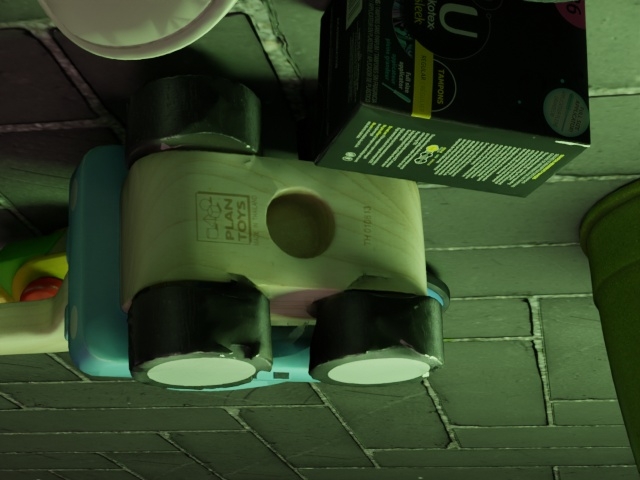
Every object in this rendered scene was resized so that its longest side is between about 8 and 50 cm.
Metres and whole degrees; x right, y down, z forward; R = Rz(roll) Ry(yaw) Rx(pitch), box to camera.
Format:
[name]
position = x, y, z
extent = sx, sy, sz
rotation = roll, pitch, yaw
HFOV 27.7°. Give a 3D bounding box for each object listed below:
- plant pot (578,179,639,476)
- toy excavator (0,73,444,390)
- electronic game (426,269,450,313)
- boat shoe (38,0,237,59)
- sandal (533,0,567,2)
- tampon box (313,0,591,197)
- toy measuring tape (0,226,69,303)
[plant pot]
position = 0.435, 0.149, 1.204
extent = 0.366, 0.353, 0.366
rotation = 1, 159, 0
[toy excavator]
position = -0.159, 0.049, 1.117
extent = 0.433, 0.222, 0.445
rotation = 4, 159, -22
[electronic game]
position = 0.029, 0.064, 1.442
extent = 0.229, 0.048, 0.229
rotation = 2, 160, 1
[boat shoe]
position = -0.049, -0.195, 0.682
extent = 0.116, 0.099, 0.319
rotation = 50, 140, -9
[sandal]
position = 0.070, -0.199, 0.762
extent = 0.254, 0.054, 0.097
rotation = 9, 153, 8
[tampon box]
position = 0.088, -0.111, 0.877
extent = 0.161, 0.120, 0.101
rotation = 8, 159, -16
[toy measuring tape]
position = -0.197, 0.038, 1.295
extent = 0.330, 0.121, 0.121
rotation = -11, 156, 24
